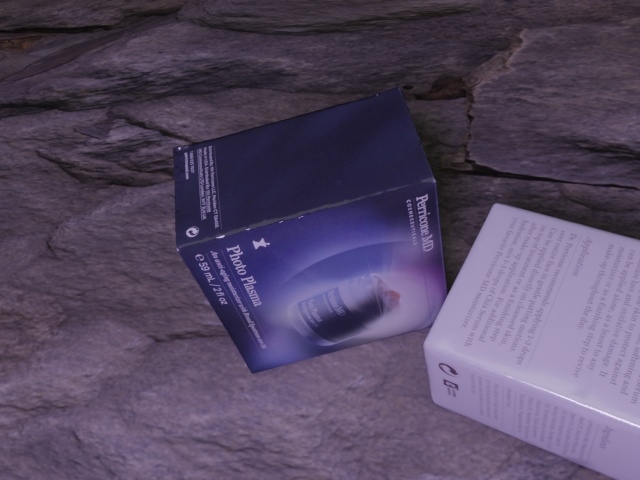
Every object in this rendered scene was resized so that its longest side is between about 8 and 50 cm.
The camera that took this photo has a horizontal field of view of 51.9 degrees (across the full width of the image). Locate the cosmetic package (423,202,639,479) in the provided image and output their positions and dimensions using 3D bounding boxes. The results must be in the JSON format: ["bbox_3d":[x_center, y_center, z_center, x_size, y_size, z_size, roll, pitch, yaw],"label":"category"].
[{"bbox_3d":[0.370,0.141,0.731,0.453,0.161,0.230,19,59,27],"label":"cosmetic package"}]

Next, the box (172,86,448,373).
[{"bbox_3d":[0.000,0.000,0.853,0.294,0.296,0.183,-16,50,3],"label":"box"}]
